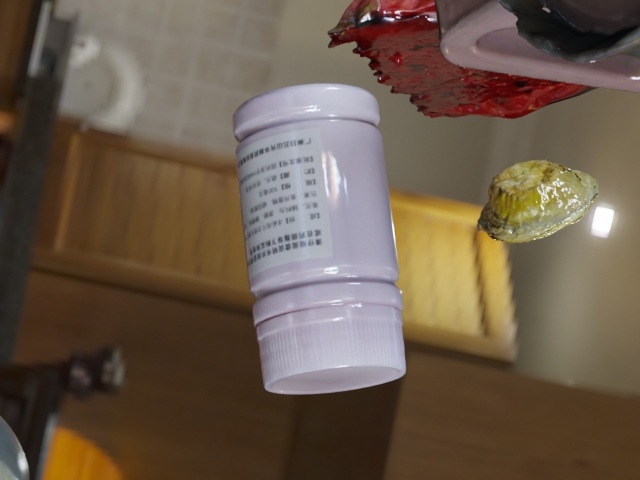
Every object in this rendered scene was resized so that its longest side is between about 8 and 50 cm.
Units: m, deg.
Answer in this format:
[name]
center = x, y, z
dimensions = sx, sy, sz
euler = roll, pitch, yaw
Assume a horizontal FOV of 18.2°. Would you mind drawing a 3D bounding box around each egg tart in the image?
[egg tart]
center = 0.208, -0.045, 1.935
dimensions = 0.129, 0.129, 0.049
euler = -98, 167, -67

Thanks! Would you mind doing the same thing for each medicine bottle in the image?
[medicine bottle]
center = 0.000, 0.000, 1.721
dimensions = 0.133, 0.133, 0.249
euler = 128, -44, -71

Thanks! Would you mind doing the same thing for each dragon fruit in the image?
[dragon fruit]
center = 0.175, -0.186, 1.678
dimensions = 0.343, 0.282, 0.100
euler = 35, 52, -73

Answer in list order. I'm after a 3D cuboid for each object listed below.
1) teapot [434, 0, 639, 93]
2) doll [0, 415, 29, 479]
[teapot]
center = 0.267, -0.191, 1.266
dimensions = 0.376, 0.362, 0.305
euler = -30, -122, 50
[doll]
center = -0.318, 0.089, 1.179
dimensions = 0.252, 0.379, 0.382
euler = -67, -157, 12
